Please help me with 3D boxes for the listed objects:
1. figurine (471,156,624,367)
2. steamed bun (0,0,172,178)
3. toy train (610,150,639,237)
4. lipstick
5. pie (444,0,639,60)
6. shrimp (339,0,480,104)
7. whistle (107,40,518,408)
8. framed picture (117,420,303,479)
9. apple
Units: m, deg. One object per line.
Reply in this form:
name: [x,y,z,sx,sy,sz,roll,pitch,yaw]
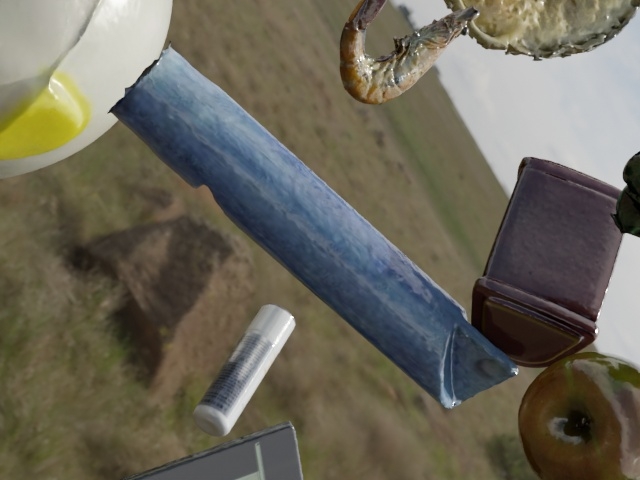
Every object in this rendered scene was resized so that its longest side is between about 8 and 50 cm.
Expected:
figurine: [0.154,0.015,0.794,0.098,0.082,0.154,101,12,-54]
steamed bun: [-0.312,-0.206,0.997,0.334,0.374,0.333,-3,94,-59]
toy train: [0.244,-0.001,0.659,0.170,0.111,0.071,47,7,-18]
lipstick: [-0.072,0.122,1.107,0.040,0.040,0.141,56,48,-27]
pie: [0.209,-0.300,1.083,0.274,0.274,0.055,57,-15,-19]
shrimp: [0.064,-0.149,0.829,0.025,0.127,0.091,35,-32,42]
whistle: [0.000,0.000,0.737,0.304,0.062,0.062,42,12,-13]
framed picture: [-0.158,0.309,0.925,0.016,0.347,0.265,32,-45,59]
apple: [0.158,0.108,0.673,0.089,0.089,0.074,62,18,16]
